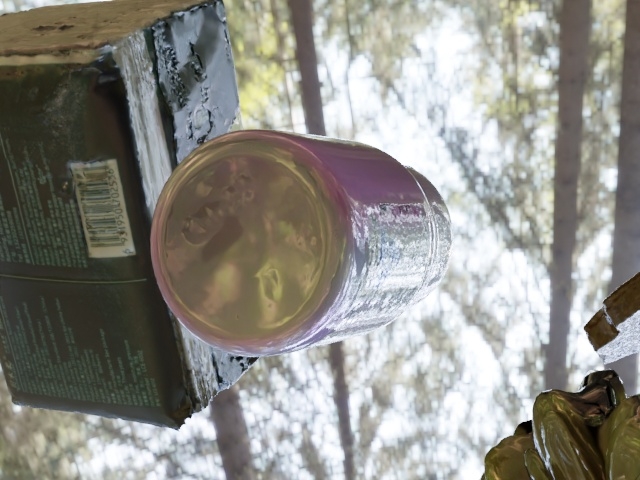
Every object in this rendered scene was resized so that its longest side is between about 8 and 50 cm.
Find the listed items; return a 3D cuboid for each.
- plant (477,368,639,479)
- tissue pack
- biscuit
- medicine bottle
[{"bbox_3d":[0.154,0.196,0.556,0.296,0.261,0.306,12,-150,8],"label":"plant"},{"bbox_3d":[-0.224,-0.034,1.318,0.264,0.417,0.253,1,-157,26],"label":"tissue pack"},{"bbox_3d":[0.283,0.038,0.946,0.182,0.215,0.034,-18,-112,-15],"label":"biscuit"},{"bbox_3d":[0.000,0.000,0.889,0.152,0.152,0.254,13,-175,23],"label":"medicine bottle"}]
